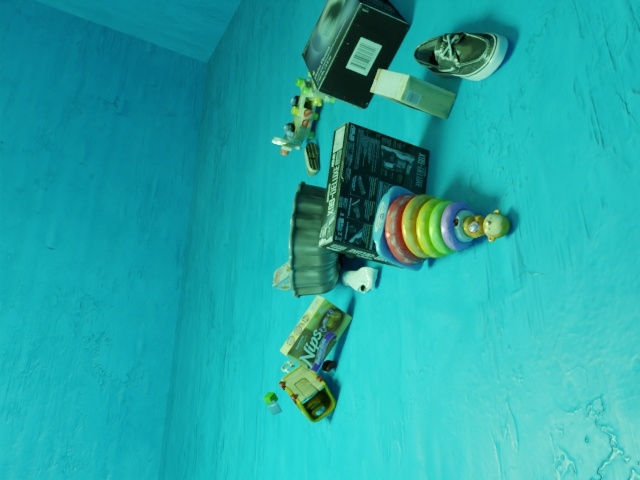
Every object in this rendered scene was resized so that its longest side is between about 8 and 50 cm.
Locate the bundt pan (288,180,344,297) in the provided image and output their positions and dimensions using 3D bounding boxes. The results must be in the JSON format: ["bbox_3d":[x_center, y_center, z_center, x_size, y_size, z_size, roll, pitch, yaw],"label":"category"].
[{"bbox_3d":[0.000,0.000,1.914,0.331,0.124,0.330,2,-90,-82],"label":"bundt pan"}]

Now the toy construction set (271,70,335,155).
[{"bbox_3d":[-0.052,-0.439,2.407,0.327,0.151,0.215,-62,25,1],"label":"toy construction set"}]

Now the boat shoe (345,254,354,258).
[{"bbox_3d":[0.098,-0.017,1.937,0.043,0.049,0.137,-36,-44,-68],"label":"boat shoe"}]

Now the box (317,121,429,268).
[{"bbox_3d":[0.135,-0.108,1.670,0.076,0.242,0.307,-22,57,60],"label":"box"}]

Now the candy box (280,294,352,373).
[{"bbox_3d":[-0.011,0.255,1.866,0.186,0.109,0.053,-56,24,-7],"label":"candy box"}]

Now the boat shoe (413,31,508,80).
[{"bbox_3d":[0.322,-0.449,1.634,0.301,0.102,0.108,32,105,65],"label":"boat shoe"}]

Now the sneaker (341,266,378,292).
[{"bbox_3d":[0.100,0.111,1.846,0.152,0.054,0.061,-21,60,60],"label":"sneaker"}]

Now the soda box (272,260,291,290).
[{"bbox_3d":[-0.093,0.108,2.250,0.183,0.063,0.058,-38,43,54],"label":"soda box"}]

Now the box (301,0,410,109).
[{"bbox_3d":[0.096,-0.619,2.133,0.296,0.183,0.294,-61,26,28],"label":"box"}]

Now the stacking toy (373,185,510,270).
[{"bbox_3d":[0.273,-0.027,1.475,0.302,0.166,0.175,0,72,50],"label":"stacking toy"}]

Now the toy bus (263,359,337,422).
[{"bbox_3d":[-0.038,0.422,1.899,0.191,0.104,0.202,-17,22,29],"label":"toy bus"}]

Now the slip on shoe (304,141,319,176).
[{"bbox_3d":[-0.031,-0.281,2.371,0.041,0.051,0.135,117,150,-51],"label":"slip on shoe"}]

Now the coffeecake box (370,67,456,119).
[{"bbox_3d":[0.231,-0.373,1.737,0.068,0.142,0.185,-69,24,11],"label":"coffeecake box"}]
